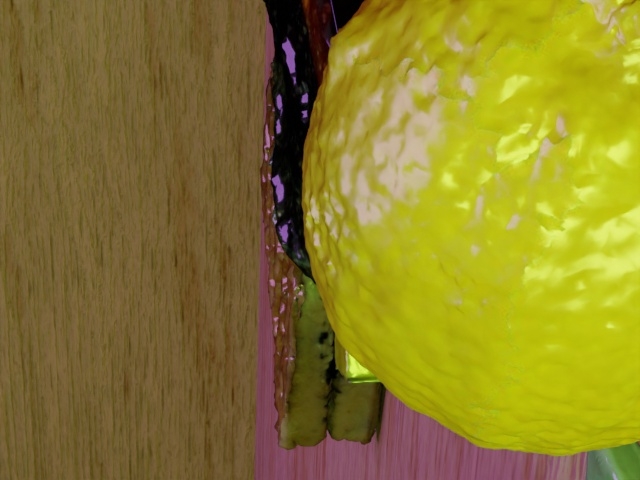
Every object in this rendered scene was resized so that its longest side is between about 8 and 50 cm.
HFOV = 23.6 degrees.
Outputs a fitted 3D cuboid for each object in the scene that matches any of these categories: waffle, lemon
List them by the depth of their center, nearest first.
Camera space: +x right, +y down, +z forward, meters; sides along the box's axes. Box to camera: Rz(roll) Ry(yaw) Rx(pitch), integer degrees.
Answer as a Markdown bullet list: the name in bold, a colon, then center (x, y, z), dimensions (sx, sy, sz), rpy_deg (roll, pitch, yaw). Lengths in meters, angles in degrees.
- **lemon**: center (0.066, -0.019, 0.400), dimensions (0.187, 0.142, 0.142), rpy_deg (109, 161, -55)
- **waffle**: center (0.001, 0.000, 1.338), dimensions (0.308, 0.091, 0.213), rpy_deg (-98, 10, -46)

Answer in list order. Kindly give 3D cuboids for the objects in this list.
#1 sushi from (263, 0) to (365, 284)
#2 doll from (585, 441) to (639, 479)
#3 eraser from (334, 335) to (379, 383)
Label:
- **sushi**: center (0.045, -0.075, 0.646), dimensions (0.126, 0.136, 0.225), rpy_deg (114, 148, -71)
- **doll**: center (0.100, 0.136, 0.426), dimensions (0.096, 0.070, 0.195), rpy_deg (134, 131, -60)
- **eraser**: center (0.054, 0.004, 0.731), dimensions (0.045, 0.097, 0.122), rpy_deg (-150, 60, -81)
